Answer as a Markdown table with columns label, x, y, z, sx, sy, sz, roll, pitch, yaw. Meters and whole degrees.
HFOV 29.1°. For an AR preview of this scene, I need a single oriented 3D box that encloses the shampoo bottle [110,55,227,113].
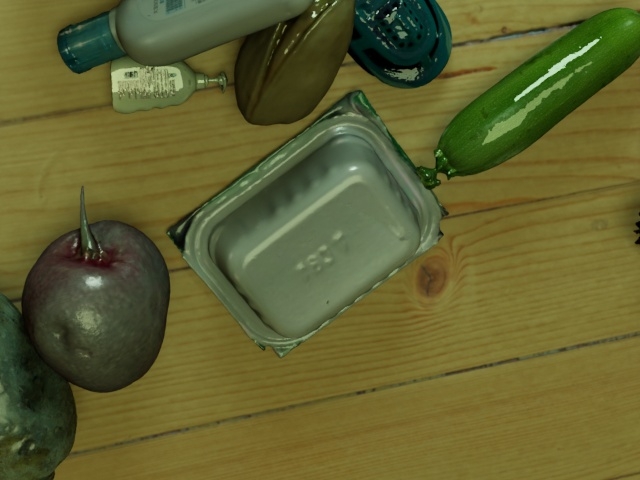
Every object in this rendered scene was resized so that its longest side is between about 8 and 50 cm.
| label | x | y | z | sx | sy | sz | roll | pitch | yaw |
| --- | --- | --- | --- | --- | --- | --- | --- | --- | --- |
| shampoo bottle | -0.196 | -0.207 | 1.604 | 0.152 | 0.045 | 0.077 | -5 | 109 | -8 |

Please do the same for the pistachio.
| label | x | y | z | sx | sy | sz | roll | pitch | yaw |
| --- | --- | --- | --- | --- | --- | --- | --- | --- | --- |
| pistachio | -0.035 | -0.240 | 1.572 | 0.136 | 0.136 | 0.226 | 21 | 127 | -18 |

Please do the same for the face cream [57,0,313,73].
| label | x | y | z | sx | sy | sz | roll | pitch | yaw |
| --- | --- | --- | --- | --- | --- | --- | --- | --- | --- |
| face cream | -0.167 | -0.285 | 1.505 | 0.336 | 0.163 | 0.080 | -18 | 136 | 19 |

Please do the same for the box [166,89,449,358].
| label | x | y | z | sx | sy | sz | roll | pitch | yaw |
| --- | --- | --- | --- | --- | --- | --- | --- | --- | --- |
| box | 0.000 | 0.000 | 1.689 | 0.336 | 0.106 | 0.264 | -38 | 112 | 2 |

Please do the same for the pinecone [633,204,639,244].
| label | x | y | z | sx | sy | sz | roll | pitch | yaw |
| --- | --- | --- | --- | --- | --- | --- | --- | --- | --- |
| pinecone | 0.519 | -0.029 | 1.778 | 0.140 | 0.140 | 0.121 | 11 | 74 | -15 |

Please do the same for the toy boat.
| label | x | y | z | sx | sy | sz | roll | pitch | yaw |
| --- | --- | --- | --- | --- | --- | --- | --- | --- | --- |
| toy boat | 0.066 | -0.317 | 1.599 | 0.134 | 0.092 | 0.299 | -43 | 112 | 1 |

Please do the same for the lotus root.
| label | x | y | z | sx | sy | sz | roll | pitch | yaw |
| --- | --- | --- | --- | --- | --- | --- | --- | --- | --- |
| lotus root | -0.431 | 0.180 | 1.623 | 0.175 | 0.175 | 0.349 | -24 | 110 | -3 |

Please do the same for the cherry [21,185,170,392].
| label | x | y | z | sx | sy | sz | roll | pitch | yaw |
| --- | --- | --- | --- | --- | --- | --- | --- | --- | --- |
| cherry | -0.289 | 0.083 | 1.606 | 0.183 | 0.213 | 0.266 | 2 | 124 | 28 |

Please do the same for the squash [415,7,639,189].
| label | x | y | z | sx | sy | sz | roll | pitch | yaw |
| --- | --- | --- | --- | --- | --- | --- | --- | --- | --- |
| squash | 0.290 | -0.193 | 1.685 | 0.378 | 0.101 | 0.101 | -35 | 113 | 3 |
